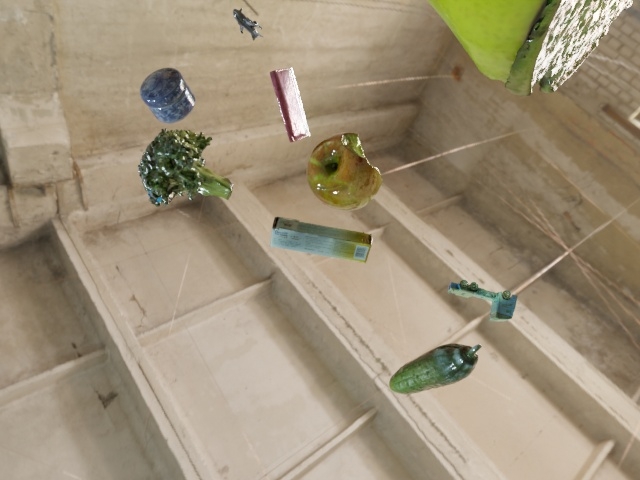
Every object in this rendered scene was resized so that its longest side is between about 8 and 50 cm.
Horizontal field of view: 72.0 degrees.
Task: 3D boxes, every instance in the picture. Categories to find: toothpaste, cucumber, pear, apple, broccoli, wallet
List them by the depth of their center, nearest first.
[{"bbox_3d":[0.130,-0.257,0.347,0.292,0.159,0.292,23,-141,-20],"label":"pear"},{"bbox_3d":[0.170,0.192,0.652,0.056,0.250,0.056,8,-118,-15],"label":"cucumber"},{"bbox_3d":[-0.227,-0.117,0.759,0.160,0.167,0.155,19,-132,-13],"label":"broccoli"},{"bbox_3d":[0.000,0.000,1.379,0.312,0.089,0.071,10,-140,-2],"label":"toothpaste"},{"bbox_3d":[0.084,-0.215,1.406,0.226,0.246,0.246,12,-140,-58],"label":"apple"},{"bbox_3d":[-0.098,-0.448,1.461,0.119,0.025,0.232,-39,-62,-53],"label":"wallet"}]

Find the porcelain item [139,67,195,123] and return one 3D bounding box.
[{"bbox_3d":[-0.483,-0.460,1.390,0.147,0.114,0.147,-6,-119,11],"label":"porcelain item"}]

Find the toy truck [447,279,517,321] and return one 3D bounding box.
[{"bbox_3d":[0.430,0.163,1.183,0.175,0.067,0.081,15,-108,6],"label":"toy truck"}]

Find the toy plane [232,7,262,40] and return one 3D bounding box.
[{"bbox_3d":[-0.167,-0.490,0.997,0.078,0.083,0.031,16,-109,43],"label":"toy plane"}]
